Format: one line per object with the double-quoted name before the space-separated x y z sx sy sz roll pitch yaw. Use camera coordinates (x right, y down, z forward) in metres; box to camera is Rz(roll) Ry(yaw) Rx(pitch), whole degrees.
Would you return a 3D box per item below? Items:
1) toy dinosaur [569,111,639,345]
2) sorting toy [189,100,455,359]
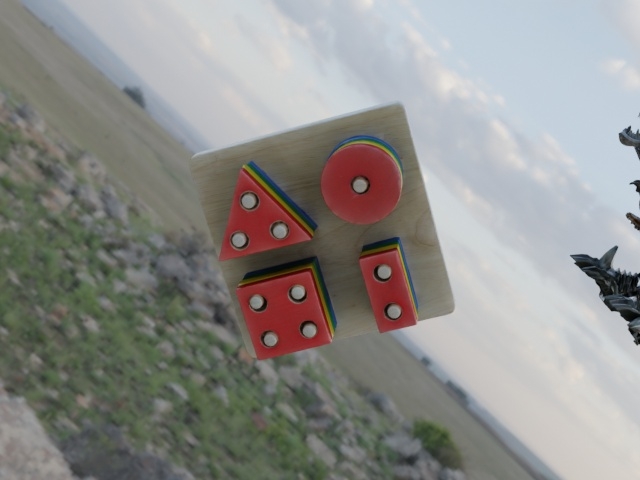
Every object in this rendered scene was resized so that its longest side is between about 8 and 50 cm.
"toy dinosaur" 0.395 0.018 1.005 0.322 0.218 0.164 54 8 5
"sorting toy" 0.000 0.000 1.119 0.089 0.257 0.256 -66 141 -73
